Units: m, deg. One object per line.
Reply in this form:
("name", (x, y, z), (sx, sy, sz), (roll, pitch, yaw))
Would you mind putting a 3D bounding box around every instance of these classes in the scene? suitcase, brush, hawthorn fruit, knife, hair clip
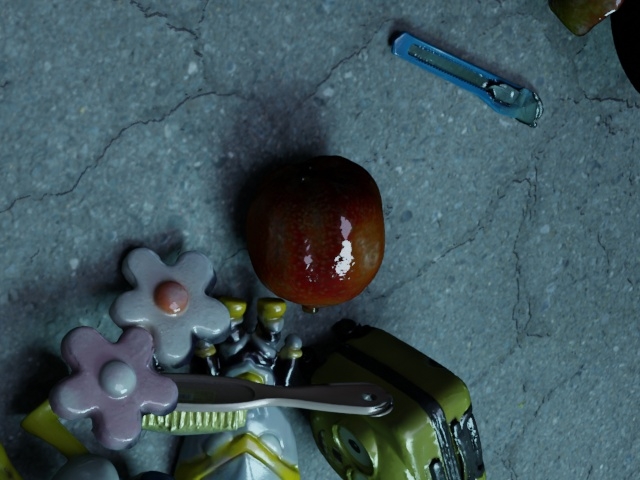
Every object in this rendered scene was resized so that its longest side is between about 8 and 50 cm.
("suitcase", (0.081, 0.229, 2.057), (0.143, 0.235, 0.194), (-33, 128, -24))
("brush", (-0.074, 0.190, 1.926), (0.313, 0.072, 0.067), (2, 120, -3))
("hawthorn fruit", (0.000, 0.000, 1.937), (0.169, 0.169, 0.188), (-25, 123, -29))
("knife", (0.186, -0.195, 2.089), (0.297, 0.026, 0.044), (18, 110, -44))
("hair clip", (-0.194, 0.110, 1.837), (0.146, 0.075, 0.257), (45, 47, -13))

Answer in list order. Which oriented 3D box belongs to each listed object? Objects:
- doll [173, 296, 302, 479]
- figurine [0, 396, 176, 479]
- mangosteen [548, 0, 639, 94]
("doll", (-0.087, 0.216, 2.007), (0.146, 0.103, 0.316), (-6, 108, -34))
("figurine", (-0.216, 0.342, 1.862), (0.204, 0.338, 0.283), (-42, 166, -8))
("mangosteen", (0.493, -0.322, 2.068), (0.435, 0.382, 0.382), (14, 101, -26))
